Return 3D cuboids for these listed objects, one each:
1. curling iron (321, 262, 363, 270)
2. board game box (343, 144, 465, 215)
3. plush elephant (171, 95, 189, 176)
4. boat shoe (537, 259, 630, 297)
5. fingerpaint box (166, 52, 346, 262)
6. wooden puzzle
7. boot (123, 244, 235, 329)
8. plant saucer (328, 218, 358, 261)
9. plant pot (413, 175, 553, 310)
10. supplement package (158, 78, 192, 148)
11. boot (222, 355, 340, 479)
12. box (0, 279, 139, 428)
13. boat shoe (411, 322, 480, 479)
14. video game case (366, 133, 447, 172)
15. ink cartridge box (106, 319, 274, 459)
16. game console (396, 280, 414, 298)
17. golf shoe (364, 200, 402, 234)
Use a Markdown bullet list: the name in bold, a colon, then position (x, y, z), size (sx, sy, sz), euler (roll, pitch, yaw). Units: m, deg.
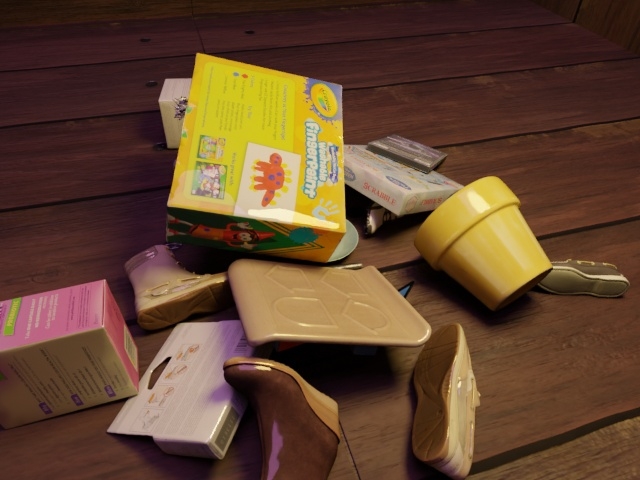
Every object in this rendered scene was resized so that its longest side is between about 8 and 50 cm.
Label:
- **curling iron**: position (-0.027, 0.086, 1.186), size (0.274, 0.035, 0.068), euler (-7, 5, -15)
- **board game box**: position (0.198, -0.182, 1.397), size (0.318, 0.065, 0.319), euler (-10, 37, -46)
- **plush elephant**: position (-0.279, -0.234, 1.404), size (0.330, 0.255, 0.272), euler (16, -13, -34)
- **boat shoe**: position (0.617, 0.085, 1.193), size (0.228, 0.081, 0.068), euler (9, 39, -3)
- **fingerpaint box**: position (-0.140, -0.193, 1.167), size (0.372, 0.163, 0.444), euler (8, 59, -14)
- **wooden puzzle**: position (0.000, 0.138, 1.013), size (0.348, 0.080, 0.322), euler (2, 20, -19)
- **boot**: position (-0.307, 0.083, 1.144), size (0.262, 0.095, 0.203), euler (-19, 43, -20)
- **plant saucer**: position (0.000, 0.000, 1.288), size (0.195, 0.037, 0.194), euler (2, 42, -2)
- **plant pot**: position (0.389, 0.022, 1.145), size (0.254, 0.254, 0.239), euler (-23, 64, -26)
- **supplement package**: position (-0.363, -0.424, 1.643), size (0.293, 0.175, 0.177), euler (-3, 41, -5)
- **boot**: position (-0.074, 0.324, 0.821), size (0.249, 0.090, 0.206), euler (32, 43, -18)
- **box**: position (-0.481, 0.207, 0.895), size (0.243, 0.213, 0.117), euler (-13, 44, -11)
- **boat shoe**: position (0.246, 0.293, 0.936), size (0.098, 0.109, 0.302), euler (40, 40, -17)
- **video game case**: position (0.275, -0.276, 1.535), size (0.196, 0.026, 0.274), euler (25, 24, 16)
- **ink cartridge box**: position (-0.238, 0.274, 0.958), size (0.239, 0.060, 0.275), euler (-8, 36, 27)
- **game console**: position (0.139, 0.131, 1.121), size (0.107, 0.071, 0.122), euler (22, 45, 21)
- **golf shoe**: position (0.181, -0.080, 1.357), size (0.094, 0.077, 0.198), euler (17, 45, 16)
